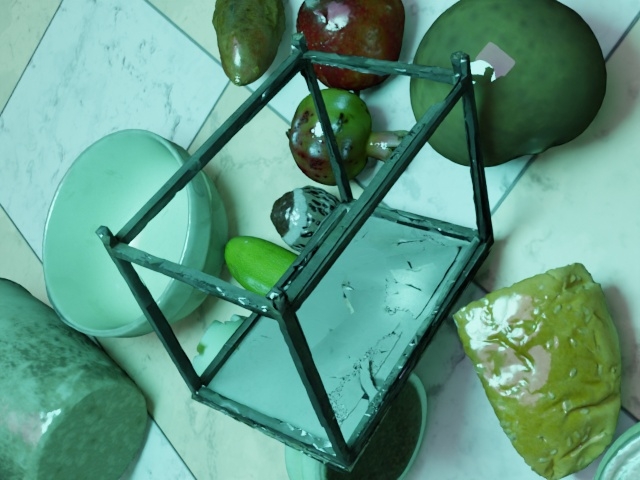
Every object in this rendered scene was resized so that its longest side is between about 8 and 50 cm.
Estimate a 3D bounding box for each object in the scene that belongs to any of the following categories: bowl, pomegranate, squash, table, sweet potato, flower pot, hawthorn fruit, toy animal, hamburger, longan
[{"bbox_3d":[-0.259,-0.003,1.219,0.307,0.163,0.307,-8,76,34],"label":"bowl"},{"bbox_3d":[0.032,-0.127,1.075,0.159,0.129,0.129,32,103,-5],"label":"pomegranate"},{"bbox_3d":[-0.024,0.065,1.090,0.292,0.082,0.082,23,95,35],"label":"squash"},{"bbox_3d":[0.000,0.000,0.844,0.222,0.272,0.335,17,54,32],"label":"table"},{"bbox_3d":[-0.106,-0.388,1.223,0.109,0.109,0.385,-18,60,32],"label":"sweet potato"},{"bbox_3d":[-0.452,0.246,1.252,0.330,0.293,0.294,22,95,28],"label":"flower pot"},{"bbox_3d":[0.044,-0.265,1.082,0.148,0.148,0.172,2,110,35],"label":"hawthorn fruit"},{"bbox_3d":[-0.004,-0.024,1.087,0.137,0.098,0.098,15,91,30],"label":"toy animal"},{"bbox_3d":[0.241,0.140,0.851,0.155,0.135,0.208,-29,62,34],"label":"hamburger"},{"bbox_3d":[0.205,-0.184,0.908,0.220,0.196,0.197,-12,75,38],"label":"longan"}]

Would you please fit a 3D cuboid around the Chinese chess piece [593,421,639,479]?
[{"bbox_3d":[0.374,0.270,0.768,0.237,0.092,0.238,-8,76,34],"label":"Chinese chess piece"}]

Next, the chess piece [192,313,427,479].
[{"bbox_3d":[-0.032,0.195,1.025,0.299,0.194,0.195,20,93,45],"label":"chess piece"}]
